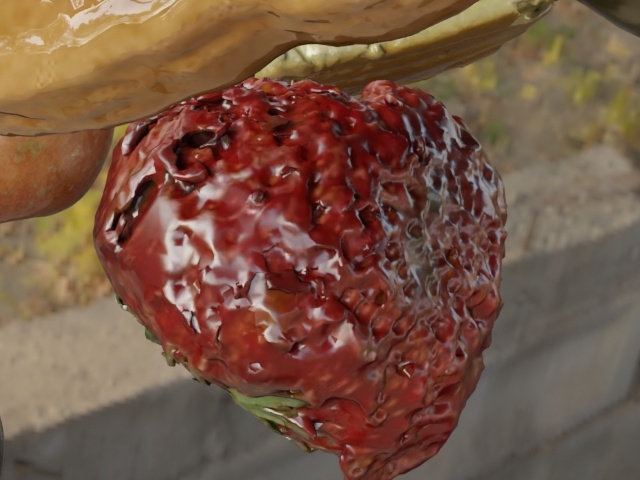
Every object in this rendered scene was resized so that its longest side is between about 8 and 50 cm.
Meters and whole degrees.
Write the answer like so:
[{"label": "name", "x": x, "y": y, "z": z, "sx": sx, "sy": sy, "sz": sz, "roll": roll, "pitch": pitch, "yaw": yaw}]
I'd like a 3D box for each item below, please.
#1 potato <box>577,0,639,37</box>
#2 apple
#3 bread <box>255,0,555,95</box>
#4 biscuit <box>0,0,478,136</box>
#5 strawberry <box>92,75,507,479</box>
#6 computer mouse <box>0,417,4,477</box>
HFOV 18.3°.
[{"label": "potato", "x": 0.196, "y": -0.241, "z": 0.997, "sx": 0.221, "sy": 0.326, "sz": 0.243, "roll": 10, "pitch": 50, "yaw": -10}, {"label": "apple", "x": -0.289, "y": -0.124, "z": 1.586, "sx": 0.253, "sy": 0.254, "sz": 0.253, "roll": 11, "pitch": 28, "yaw": -6}, {"label": "bread", "x": 0.037, "y": -0.169, "z": 1.439, "sx": 0.246, "sy": 0.111, "sz": 0.239, "roll": -13, "pitch": -1, "yaw": -17}, {"label": "biscuit", "x": -0.021, "y": -0.213, "z": 0.694, "sx": 0.078, "sy": 0.455, "sz": 0.350, "roll": 25, "pitch": 43, "yaw": -53}, {"label": "strawberry", "x": 0.000, "y": 0.000, "z": 1.166, "sx": 0.274, "sy": 0.220, "sz": 0.274, "roll": 40, "pitch": -3, "yaw": 3}, {"label": "computer mouse", "x": -0.299, "y": 0.162, "z": 1.585, "sx": 0.088, "sy": 0.147, "sz": 0.264, "roll": -10, "pitch": 29, "yaw": -17}]
